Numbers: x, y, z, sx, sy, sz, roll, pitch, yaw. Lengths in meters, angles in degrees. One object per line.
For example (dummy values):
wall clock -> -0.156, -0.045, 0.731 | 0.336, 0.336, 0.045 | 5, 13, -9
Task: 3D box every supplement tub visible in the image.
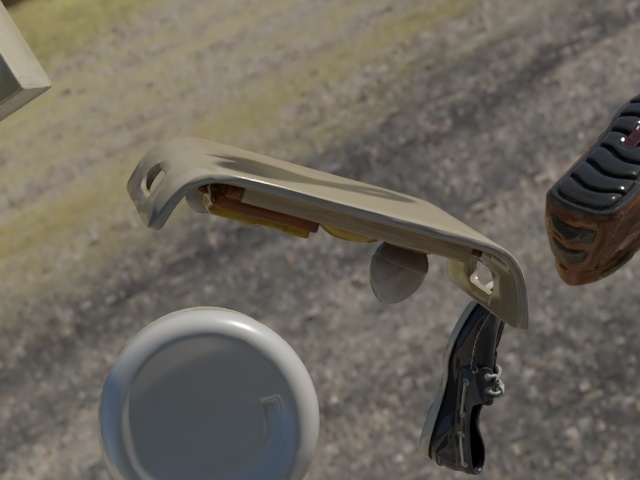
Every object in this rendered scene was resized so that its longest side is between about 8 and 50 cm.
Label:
supplement tub -> -0.124, 0.187, 1.863 | 0.228, 0.228, 0.316 | -24, 1, -5

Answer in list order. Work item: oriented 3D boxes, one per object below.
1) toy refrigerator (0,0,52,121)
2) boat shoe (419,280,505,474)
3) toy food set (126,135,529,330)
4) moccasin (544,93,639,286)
toy refrigerator -> -0.382, -0.107, 1.510 | 0.269, 0.102, 0.094 | -32, 1, 12
boat shoe -> 0.154, 0.135, 1.634 | 0.065, 0.206, 0.075 | 30, 31, 27
toy food set -> 0.000, 0.000, 1.378 | 0.306, 0.092, 0.220 | 14, 7, -13
moccasin -> 0.393, -0.070, 2.023 | 0.139, 0.147, 0.380 | 20, 42, 25
